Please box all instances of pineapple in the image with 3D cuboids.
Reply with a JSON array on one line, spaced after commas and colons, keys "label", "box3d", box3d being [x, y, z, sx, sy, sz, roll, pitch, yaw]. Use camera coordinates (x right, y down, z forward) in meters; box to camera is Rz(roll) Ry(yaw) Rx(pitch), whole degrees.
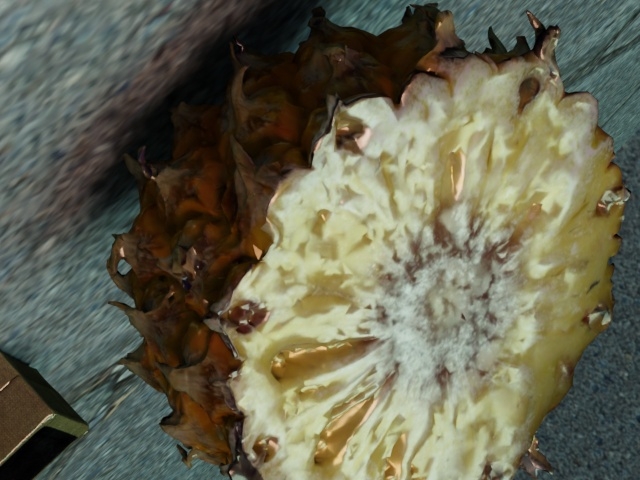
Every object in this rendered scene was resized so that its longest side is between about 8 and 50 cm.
[{"label": "pineapple", "box3d": [-0.003, 0.000, 0.584, 0.161, 0.137, 0.176, -28, 126, -26]}]

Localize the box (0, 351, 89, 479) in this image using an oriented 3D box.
[{"label": "box", "box3d": [-0.131, 0.082, 0.660, 0.083, 0.035, 0.079, -44, 172, -5]}]
